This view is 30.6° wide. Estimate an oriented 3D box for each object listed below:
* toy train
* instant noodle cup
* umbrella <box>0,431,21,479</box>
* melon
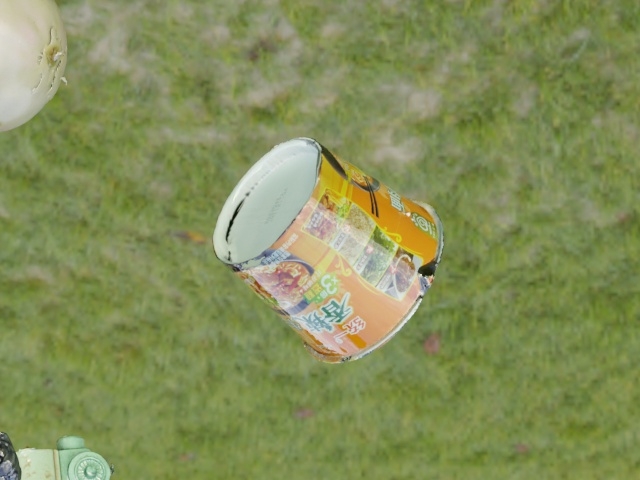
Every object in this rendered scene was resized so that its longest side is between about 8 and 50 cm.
[{"bbox_3d":[-0.394,0.430,1.716,0.177,0.285,0.116,1,157,-29],"label":"toy train"},{"bbox_3d":[0.000,0.000,1.352,0.230,0.230,0.182,-26,128,38],"label":"instant noodle cup"},{"bbox_3d":[-0.342,0.300,1.236,0.080,0.071,0.224,-21,137,-21],"label":"umbrella"},{"bbox_3d":[-0.446,-0.241,1.367,0.317,0.223,0.223,15,148,8],"label":"melon"}]
